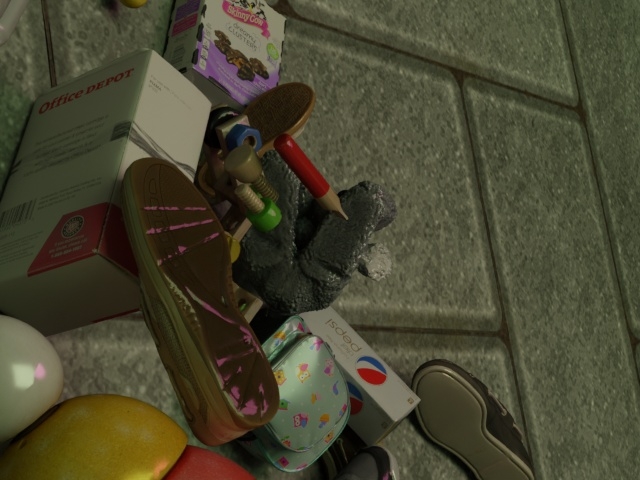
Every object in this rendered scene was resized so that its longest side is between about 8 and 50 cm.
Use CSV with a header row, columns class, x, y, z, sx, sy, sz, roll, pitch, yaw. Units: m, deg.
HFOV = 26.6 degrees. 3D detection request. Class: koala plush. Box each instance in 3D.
class,x,y,z,sx,sy,sz,roll,pitch,yaw
koala plush,0.000,0.000,1.850,0.221,0.196,0.203,3,107,-75

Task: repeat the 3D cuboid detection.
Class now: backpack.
class,x,y,z,sx,sy,sz,roll,pitch,yaw
backpack,-0.047,0.202,1.744,0.166,0.144,0.188,-46,126,-24

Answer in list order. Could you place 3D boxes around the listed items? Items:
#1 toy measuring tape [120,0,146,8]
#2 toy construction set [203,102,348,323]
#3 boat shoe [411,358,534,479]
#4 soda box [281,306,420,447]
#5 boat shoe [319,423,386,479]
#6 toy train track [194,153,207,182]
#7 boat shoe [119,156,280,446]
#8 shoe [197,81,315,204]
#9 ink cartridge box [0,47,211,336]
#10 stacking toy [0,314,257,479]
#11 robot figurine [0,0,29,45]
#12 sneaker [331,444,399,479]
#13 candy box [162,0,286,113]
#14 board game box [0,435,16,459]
class,x,y,z,sx,sy,sz,roll,pitch,yaw
toy measuring tape,-0.262,-0.467,1.786,0.121,0.121,0.330,2,73,-53
toy construction set,-0.101,-0.014,1.664,0.237,0.309,0.257,49,49,-36
boat shoe,0.235,0.282,2.137,0.335,0.112,0.095,52,22,-34
soda box,0.030,0.174,1.847,0.216,0.074,0.069,45,41,10
boat shoe,0.051,0.288,1.884,0.095,0.095,0.257,-1,76,-53
toy train track,-0.149,-0.090,1.854,0.083,0.014,0.048,47,43,-31
boat shoe,-0.143,0.062,1.380,0.109,0.098,0.302,-13,75,-49
shoe,-0.088,-0.132,1.846,0.219,0.076,0.058,-47,161,-19
ink cartridge box,-0.253,-0.054,1.533,0.117,0.207,0.283,41,46,-38
stacking toy,-0.198,0.267,1.315,0.480,0.350,0.350,54,38,-5
robot figurine,-0.403,-0.356,1.474,0.300,0.200,0.353,70,28,-44
sneaker,-0.003,0.344,1.723,0.268,0.101,0.153,-53,130,-26
candy box,-0.134,-0.269,1.905,0.165,0.070,0.196,34,51,-40
board game box,-0.329,0.319,1.367,0.316,0.064,0.242,-11,92,-54
